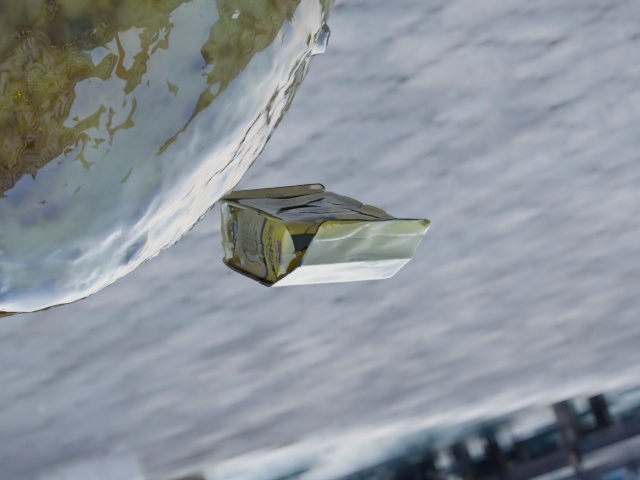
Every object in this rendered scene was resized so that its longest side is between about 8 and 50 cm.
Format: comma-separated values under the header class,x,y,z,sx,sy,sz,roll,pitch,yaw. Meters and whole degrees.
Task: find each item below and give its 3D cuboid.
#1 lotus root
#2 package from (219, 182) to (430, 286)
class,x,y,z,sx,sy,sz,roll,pitch,yaw
lotus root,-0.034,-0.090,0.459,0.110,0.258,0.097,3,154,44
package,0.000,0.000,1.078,0.071,0.047,0.131,-4,-169,-29
